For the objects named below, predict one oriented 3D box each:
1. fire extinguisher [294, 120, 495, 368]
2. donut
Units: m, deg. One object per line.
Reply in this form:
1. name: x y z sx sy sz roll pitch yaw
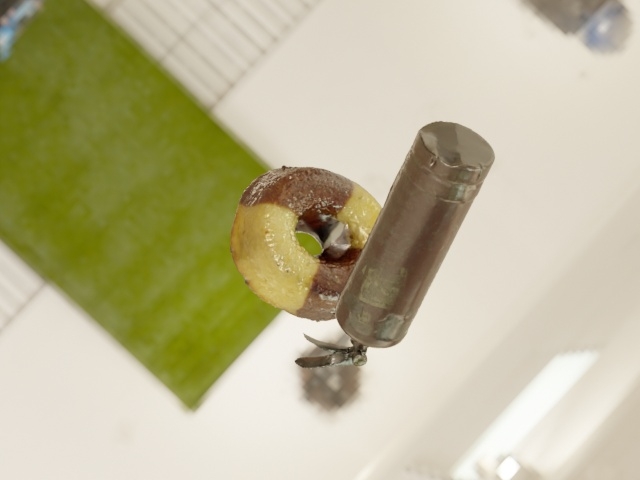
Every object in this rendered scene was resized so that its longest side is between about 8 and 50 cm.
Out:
1. fire extinguisher: 0.061 0.017 1.649 0.072 0.089 0.267 -106 -147 -50
2. donut: 0.000 0.000 1.963 0.073 0.184 0.166 -23 -141 62
